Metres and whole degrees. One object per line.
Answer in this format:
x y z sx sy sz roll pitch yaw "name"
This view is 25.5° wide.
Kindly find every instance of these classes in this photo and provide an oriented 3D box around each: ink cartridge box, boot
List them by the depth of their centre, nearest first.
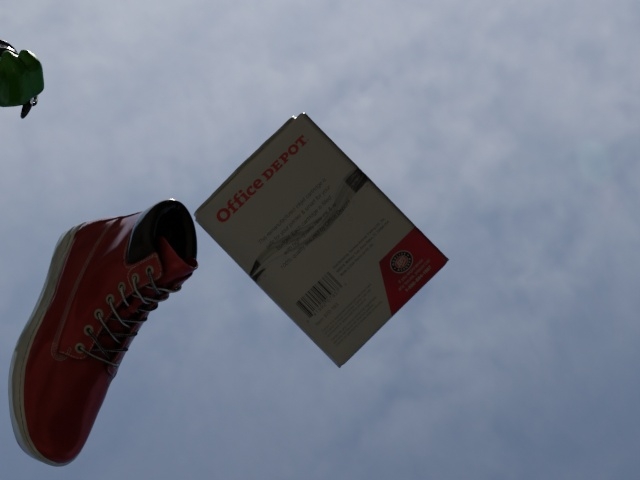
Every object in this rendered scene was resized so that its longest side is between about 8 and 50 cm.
0.000 0.000 1.012 0.109 0.063 0.150 -44 -94 -1 "ink cartridge box"
-0.189 0.081 1.280 0.176 0.088 0.244 -13 -122 44 "boot"

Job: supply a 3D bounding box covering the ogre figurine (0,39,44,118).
-0.238 -0.089 0.711 0.197 0.097 0.118 -21 -155 6 "ogre figurine"
